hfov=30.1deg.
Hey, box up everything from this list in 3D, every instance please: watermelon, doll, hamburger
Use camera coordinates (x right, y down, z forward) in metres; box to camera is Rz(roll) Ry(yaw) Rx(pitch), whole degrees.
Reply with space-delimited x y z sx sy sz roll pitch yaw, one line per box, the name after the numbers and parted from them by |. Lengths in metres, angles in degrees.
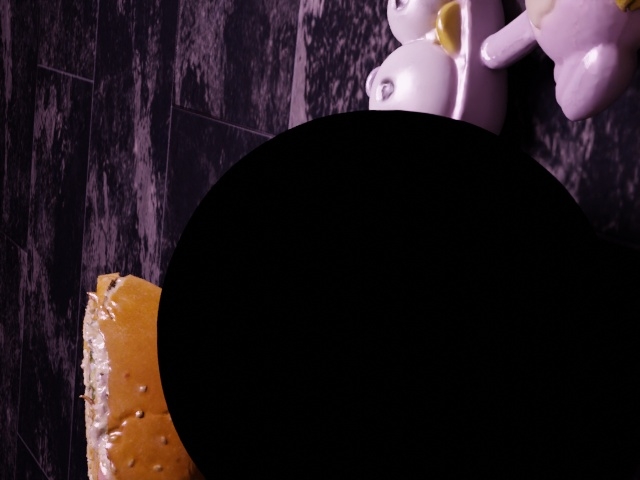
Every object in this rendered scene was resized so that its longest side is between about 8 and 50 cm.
0.042 0.059 0.745 0.285 0.285 0.285 -1 89 62 | watermelon
0.127 -0.141 0.780 0.365 0.094 0.160 -17 72 61 | doll
-0.185 0.175 1.308 0.144 0.157 0.283 133 135 -77 | hamburger
